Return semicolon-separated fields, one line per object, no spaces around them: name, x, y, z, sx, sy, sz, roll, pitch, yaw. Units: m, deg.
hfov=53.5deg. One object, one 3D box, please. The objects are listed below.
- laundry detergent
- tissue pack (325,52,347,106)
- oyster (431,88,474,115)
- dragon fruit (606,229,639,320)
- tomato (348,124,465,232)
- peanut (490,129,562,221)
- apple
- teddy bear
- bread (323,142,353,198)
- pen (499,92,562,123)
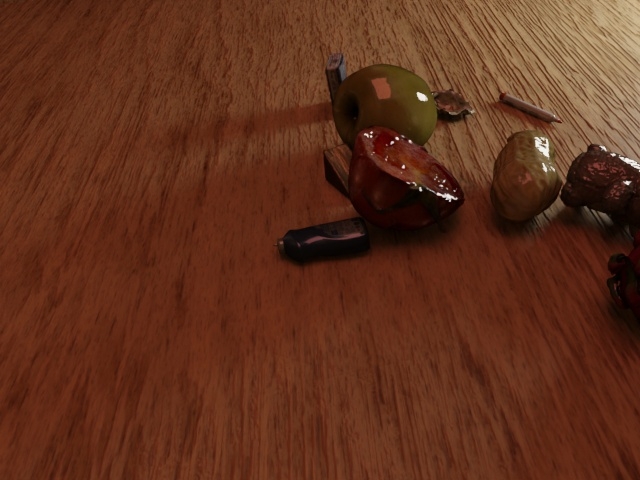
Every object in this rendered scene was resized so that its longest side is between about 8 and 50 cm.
laundry detergent;0.000;-0.001;1.384;0.206;0.061;0.096;-9;39;-3
tissue pack;0.054;-0.461;1.874;0.051;0.156;0.112;-3;39;11
oyster;0.361;-0.391;1.826;0.103;0.051;0.148;-26;58;-27
dragon fruit;0.624;0.088;1.091;0.198;0.218;0.272;-40;40;19
tomato;0.161;-0.120;1.427;0.309;0.170;0.309;29;26;-16
peanut;0.469;-0.152;1.443;0.152;0.152;0.313;5;35;14
apple;0.163;-0.329;1.624;0.263;0.262;0.262;-4;39;3
teddy bear;0.652;-0.096;1.336;0.267;0.151;0.236;34;25;27
bread;0.071;-0.168;1.564;0.074;0.084;0.139;-22;42;-20
pen;0.593;-0.372;1.789;0.026;0.026;0.218;-26;42;-23
